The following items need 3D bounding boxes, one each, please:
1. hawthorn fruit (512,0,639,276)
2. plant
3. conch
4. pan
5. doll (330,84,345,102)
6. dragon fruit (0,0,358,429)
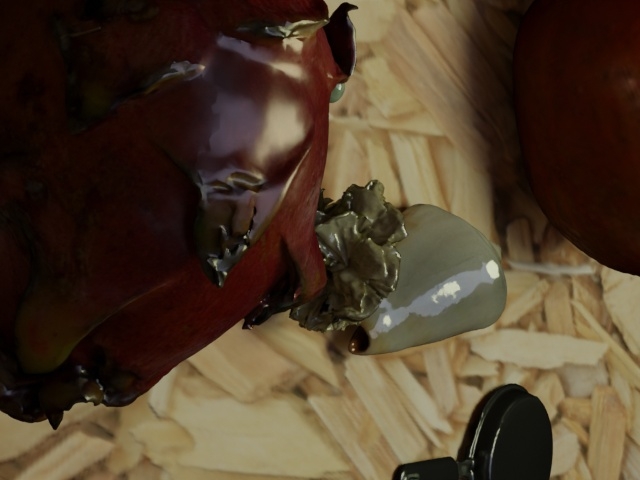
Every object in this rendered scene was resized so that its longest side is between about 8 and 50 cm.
[{"bbox_3d":[0.306,-0.123,1.642,0.295,0.295,0.311,-39,126,-44],"label":"hawthorn fruit"},{"bbox_3d":[0.000,0.000,1.405,0.122,0.104,0.117,33,42,-25],"label":"plant"},{"bbox_3d":[0.079,0.035,1.543,0.176,0.094,0.104,-20,127,-23],"label":"conch"},{"bbox_3d":[0.139,0.196,1.668,0.235,0.028,0.136,-3,97,-54],"label":"pan"},{"bbox_3d":[-0.032,-0.117,1.375,0.076,0.050,0.083,-43,131,-20],"label":"doll"},{"bbox_3d":[-0.107,-0.045,1.113,0.250,0.250,0.315,17,79,-53],"label":"dragon fruit"}]
